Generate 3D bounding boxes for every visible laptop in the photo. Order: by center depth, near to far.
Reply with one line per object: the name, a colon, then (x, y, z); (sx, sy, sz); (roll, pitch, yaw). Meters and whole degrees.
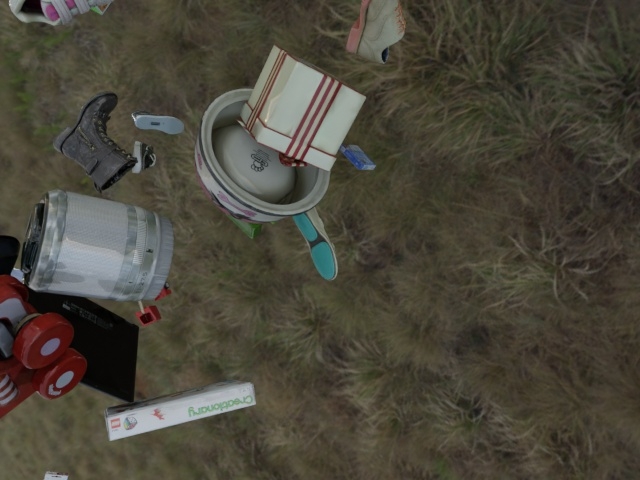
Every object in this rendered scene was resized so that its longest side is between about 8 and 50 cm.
laptop: (-0.735, 0.259, 1.503); (0.236, 0.407, 0.382); (-31, 134, 16)

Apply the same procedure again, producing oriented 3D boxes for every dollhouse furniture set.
dollhouse furniture set: (-0.213, -0.172, 1.918); (0.151, 0.197, 0.301); (44, 153, 12)

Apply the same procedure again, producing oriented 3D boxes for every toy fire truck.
toy fire truck: (-0.589, 0.224, 0.959); (0.169, 0.254, 0.302); (32, 142, 18)
toy fire truck: (-0.465, 0.123, 1.437); (0.047, 0.135, 0.192); (-27, 89, 15)

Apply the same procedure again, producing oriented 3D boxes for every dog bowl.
dog bowl: (-0.180, -0.229, 1.557); (0.408, 0.408, 0.150); (55, 140, 0)

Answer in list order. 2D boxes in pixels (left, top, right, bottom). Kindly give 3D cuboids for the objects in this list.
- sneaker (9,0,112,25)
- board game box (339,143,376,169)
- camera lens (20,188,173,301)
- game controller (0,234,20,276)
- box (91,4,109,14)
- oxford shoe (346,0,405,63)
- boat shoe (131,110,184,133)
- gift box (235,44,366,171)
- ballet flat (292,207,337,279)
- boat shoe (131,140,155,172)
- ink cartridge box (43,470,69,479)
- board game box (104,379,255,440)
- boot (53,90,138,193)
sneaker: (-0.552, -0.522, 1.161); (0.252, 0.111, 0.103); (-10, 150, 6)
board game box: (0.110, -0.244, 1.573); (0.090, 0.090, 0.020); (49, 118, 18)
camera lens: (-0.489, 0.017, 1.177); (0.219, 0.274, 0.219); (-23, 61, 51)
game controller: (-0.784, 0.096, 1.191); (0.067, 0.166, 0.319); (53, 125, 15)
box: (-0.611, -0.775, 1.392); (0.127, 0.231, 0.262); (31, 173, 10)
oxford shoe: (0.191, -0.655, 1.523); (0.147, 0.140, 0.397); (29, 164, -1)
boat shoe: (-0.607, -0.447, 2.005); (0.083, 0.183, 0.065); (46, 125, 46)
gift box: (-0.080, -0.353, 1.448); (0.258, 0.276, 0.255); (-62, 26, 18)
ballet flat: (0.000, 0.000, 1.666); (0.086, 0.086, 0.248); (-23, 92, 50)
boat shoe: (-0.568, -0.272, 1.732); (0.219, 0.070, 0.077); (-118, 40, -59)
ink cartridge box: (-0.752, 0.681, 1.530); (0.063, 0.029, 0.115); (14, 128, -18)
board game box: (-0.318, 0.372, 1.203); (0.193, 0.305, 0.053); (151, 109, -65)
boot: (-0.624, -0.287, 1.575); (0.229, 0.263, 0.091); (35, 171, 12)
